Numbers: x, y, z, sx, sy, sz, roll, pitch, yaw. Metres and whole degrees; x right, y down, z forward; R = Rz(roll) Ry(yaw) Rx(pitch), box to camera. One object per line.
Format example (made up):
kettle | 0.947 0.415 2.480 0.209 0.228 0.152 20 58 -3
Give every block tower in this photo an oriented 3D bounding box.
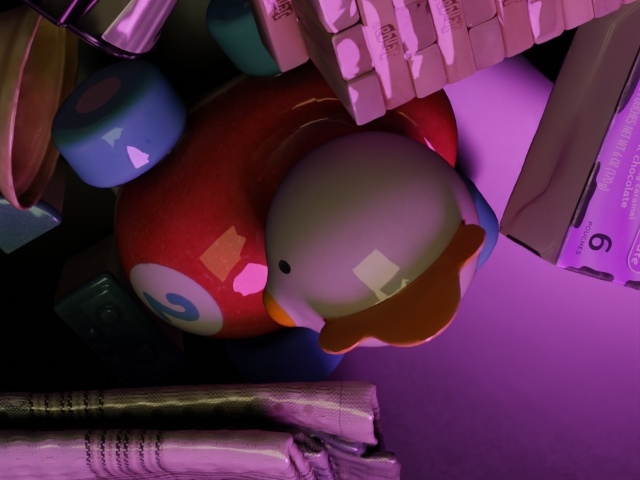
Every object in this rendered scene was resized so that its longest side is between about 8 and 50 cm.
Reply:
block tower | 0.127 -0.173 0.961 0.335 0.097 0.091 -24 134 -7

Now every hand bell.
hand bell | -0.267 -0.100 1.067 0.242 0.126 0.126 11 123 6

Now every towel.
towel | -0.111 0.157 1.160 0.324 0.056 0.312 -3 156 4

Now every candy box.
candy box | 0.222 -0.048 1.072 0.196 0.070 0.164 15 101 -27

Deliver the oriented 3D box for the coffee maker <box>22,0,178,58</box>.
coffee maker | -0.103 -0.210 0.991 0.171 0.120 0.178 47 112 4

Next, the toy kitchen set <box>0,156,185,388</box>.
toy kitchen set | -0.211 0.066 1.149 0.207 0.122 0.166 -29 120 16

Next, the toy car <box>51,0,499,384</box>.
toy car | 0.000 0.000 1.028 0.210 0.238 0.219 -35 120 2

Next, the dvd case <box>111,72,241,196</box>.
dvd case | -0.065 -0.046 1.147 0.119 0.013 0.087 -25 121 14
